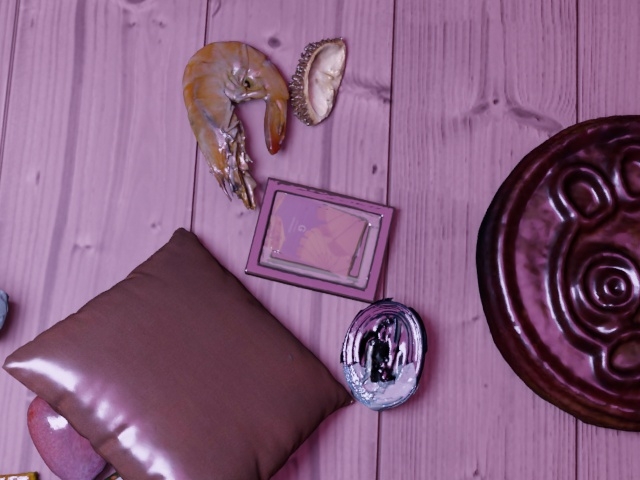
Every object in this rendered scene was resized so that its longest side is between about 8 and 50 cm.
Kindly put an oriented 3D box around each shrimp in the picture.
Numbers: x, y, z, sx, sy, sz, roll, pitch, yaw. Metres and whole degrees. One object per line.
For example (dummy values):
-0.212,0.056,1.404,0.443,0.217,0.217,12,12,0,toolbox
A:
-0.100,-0.152,1.311,0.133,0.053,0.236,-11,72,-14,shrimp

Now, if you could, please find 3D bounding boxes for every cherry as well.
-0.294,0.221,1.212,0.106,0.087,0.126,9,97,-8,cherry

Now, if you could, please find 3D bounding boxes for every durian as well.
-0.005,-0.213,1.327,0.066,0.052,0.130,19,78,-2,durian

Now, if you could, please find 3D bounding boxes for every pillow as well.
-0.150,0.165,1.179,0.308,0.108,0.305,44,47,4,pillow

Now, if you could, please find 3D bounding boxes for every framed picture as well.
0.000,0.000,1.301,0.168,0.023,0.128,13,79,0,framed picture

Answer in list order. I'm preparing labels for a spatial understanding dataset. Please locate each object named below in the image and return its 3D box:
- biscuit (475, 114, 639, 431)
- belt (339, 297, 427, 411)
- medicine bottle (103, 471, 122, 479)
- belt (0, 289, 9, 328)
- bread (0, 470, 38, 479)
0.399,0.035,1.286,0.407,0.091,0.408,0,79,-3,biscuit
0.077,0.141,1.262,0.105,0.058,0.140,5,80,1,belt
-0.237,0.313,1.176,0.219,0.115,0.078,-32,81,-24,medicine bottle
-0.465,0.064,1.197,0.198,0.151,0.078,17,78,-2,belt
-0.378,0.325,1.212,0.090,0.035,0.095,-5,79,-5,bread
